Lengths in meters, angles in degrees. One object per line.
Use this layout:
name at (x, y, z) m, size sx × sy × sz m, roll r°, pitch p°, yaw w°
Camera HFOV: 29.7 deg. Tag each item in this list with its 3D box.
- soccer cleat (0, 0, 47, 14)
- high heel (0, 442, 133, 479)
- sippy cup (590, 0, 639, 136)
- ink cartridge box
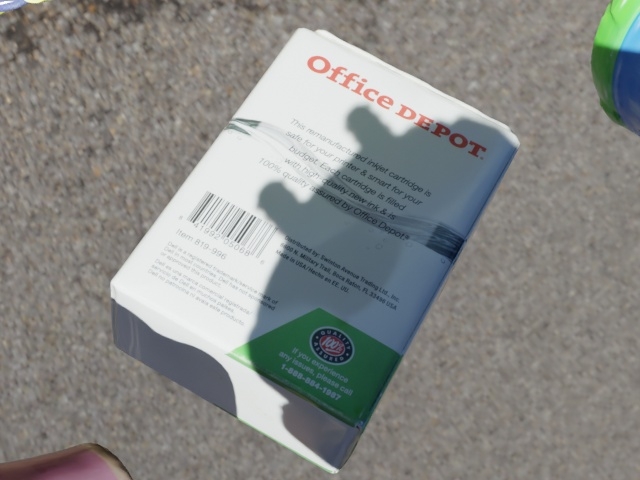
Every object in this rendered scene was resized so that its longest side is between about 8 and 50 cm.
soccer cleat at (-0.116, -0.154, 0.612) m, size 0.289 × 0.121 × 0.093 m, roll -13°, pitch 129°, yaw -25°
high heel at (-0.181, 0.258, 0.461) m, size 0.181 × 0.127 × 0.377 m, roll -3°, pitch 103°, yaw -48°
sippy cup at (0.370, -0.115, 0.957) m, size 0.240 × 0.224 × 0.305 m, roll -41°, pitch 138°, yaw 18°
ink cartridge box at (0.000, 0.000, 0.688) m, size 0.208 × 0.153 × 0.087 m, roll -56°, pitch 171°, yaw -28°
